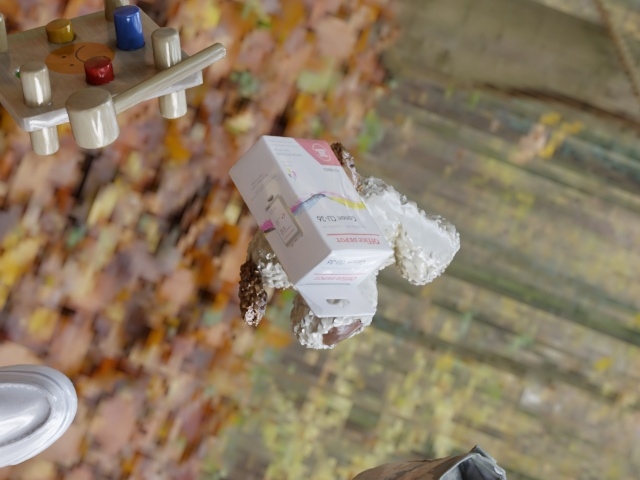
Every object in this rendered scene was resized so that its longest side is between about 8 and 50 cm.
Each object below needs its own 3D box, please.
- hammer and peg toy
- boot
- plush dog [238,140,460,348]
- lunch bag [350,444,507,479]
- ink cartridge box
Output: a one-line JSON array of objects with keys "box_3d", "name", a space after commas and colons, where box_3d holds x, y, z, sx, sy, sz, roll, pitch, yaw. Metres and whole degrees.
[{"box_3d": [-0.289, -0.212, 2.328, 0.361, 0.266, 0.127, 44, -34, 50], "name": "hammer and peg toy"}, {"box_3d": [-0.352, 0.181, 1.586, 0.123, 0.258, 0.095, -32, 104, -83], "name": "boot"}, {"box_3d": [0.000, 0.000, 2.129, 0.262, 0.210, 0.225, -35, -168, -37], "name": "plush dog"}, {"box_3d": [0.069, 0.336, 1.706, 0.287, 0.169, 0.235, -58, -170, -18], "name": "lunch bag"}, {"box_3d": [-0.001, -0.015, 1.891, 0.067, 0.198, 0.115, -43, 155, 30], "name": "ink cartridge box"}]
